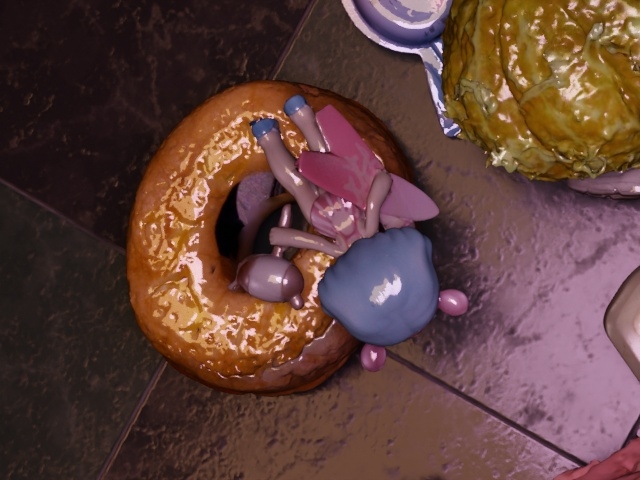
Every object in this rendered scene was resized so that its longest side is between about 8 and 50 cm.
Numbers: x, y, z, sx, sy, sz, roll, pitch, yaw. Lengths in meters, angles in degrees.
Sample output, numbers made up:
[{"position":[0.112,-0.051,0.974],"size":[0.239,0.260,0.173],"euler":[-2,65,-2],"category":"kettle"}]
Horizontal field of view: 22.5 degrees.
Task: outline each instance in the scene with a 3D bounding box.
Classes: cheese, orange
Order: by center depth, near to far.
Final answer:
[{"position":[0.236,-0.197,1.470],"size":[0.301,0.300,0.223],"euler":[-38,121,15],"category":"orange"},{"position":[0.107,-0.232,1.619],"size":[0.135,0.052,0.244],"euler":[-36,89,5],"category":"cheese"}]

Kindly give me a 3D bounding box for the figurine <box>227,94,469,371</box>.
[{"position":[0.003,-0.006,1.454],"size":[0.205,0.103,0.260],"euler":[-31,74,1],"category":"figurine"}]

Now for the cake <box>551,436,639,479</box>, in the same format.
[{"position":[0.361,0.296,1.353],"size":[0.314,0.307,0.293],"euler":[-23,97,8],"category":"cake"}]

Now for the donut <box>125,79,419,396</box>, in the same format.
[{"position":[-0.051,-0.005,1.586],"size":[0.299,0.150,0.317],"euler":[-7,84,6],"category":"donut"}]

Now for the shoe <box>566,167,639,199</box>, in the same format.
[{"position":[0.341,-0.106,1.525],"size":[0.228,0.099,0.125],"euler":[-10,90,7],"category":"shoe"}]

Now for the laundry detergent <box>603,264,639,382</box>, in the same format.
[{"position":[0.404,0.062,1.501],"size":[0.253,0.091,0.181],"euler":[-35,82,8],"category":"laundry detergent"}]
